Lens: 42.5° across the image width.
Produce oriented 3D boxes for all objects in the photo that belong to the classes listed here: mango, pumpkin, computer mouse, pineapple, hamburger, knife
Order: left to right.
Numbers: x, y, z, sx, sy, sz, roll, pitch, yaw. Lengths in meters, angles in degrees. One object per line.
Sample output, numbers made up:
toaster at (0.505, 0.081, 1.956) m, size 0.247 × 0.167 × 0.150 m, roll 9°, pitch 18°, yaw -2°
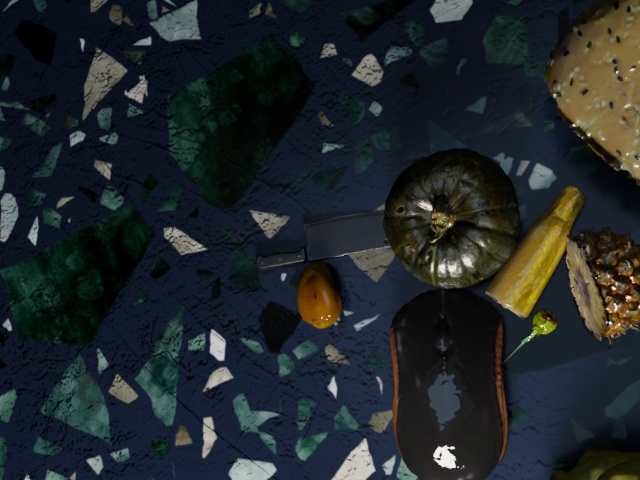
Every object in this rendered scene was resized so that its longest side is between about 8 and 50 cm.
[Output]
mango at (-0.002, 0.092, 1.394) m, size 0.080 × 0.060 × 0.114 m, roll -7°, pitch 85°, yaw 31°
knife at (0.000, 0.000, 1.426) m, size 0.245 × 0.019 × 0.072 m, roll -12°, pitch 78°, yaw 11°
computer mouse at (0.202, 0.233, 1.299) m, size 0.183 × 0.116 × 0.323 m, roll -4°, pitch 83°, yaw 10°
pumpkin at (0.206, -0.035, 1.295) m, size 0.224 × 0.157 × 0.223 m, roll -2°, pitch 86°, yaw 21°
pineapple at (0.455, 0.054, 1.224) m, size 0.137 × 0.161 × 0.176 m, roll -17°, pitch 96°, yaw 3°
hamburger at (0.510, -0.241, 1.176) m, size 0.318 × 0.195 × 0.277 m, roll 45°, pitch 127°, yaw 18°

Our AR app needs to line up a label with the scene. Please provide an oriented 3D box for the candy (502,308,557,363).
candy at (0.328, 0.158, 1.316) m, size 0.123 × 0.035 × 0.035 m, roll -47°, pitch 31°, yaw 17°

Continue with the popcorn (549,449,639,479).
popcorn at (0.445, 0.424, 1.152) m, size 0.235 × 0.242 × 0.250 m, roll -25°, pitch 82°, yaw 9°

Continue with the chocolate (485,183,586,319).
chocolate at (0.348, 0.014, 1.294) m, size 0.086 × 0.085 × 0.219 m, roll 33°, pitch 94°, yaw 16°
